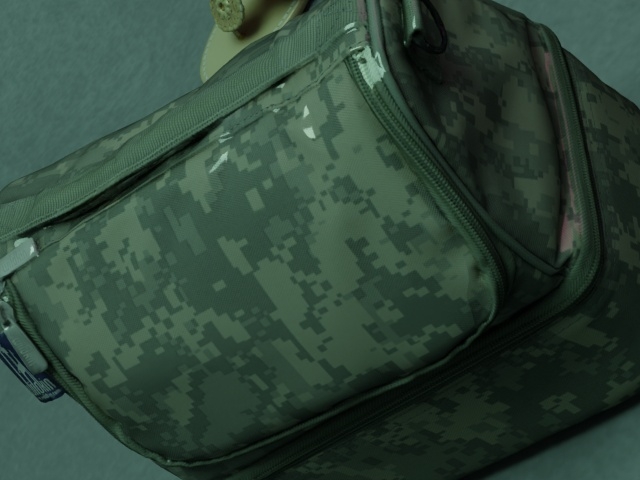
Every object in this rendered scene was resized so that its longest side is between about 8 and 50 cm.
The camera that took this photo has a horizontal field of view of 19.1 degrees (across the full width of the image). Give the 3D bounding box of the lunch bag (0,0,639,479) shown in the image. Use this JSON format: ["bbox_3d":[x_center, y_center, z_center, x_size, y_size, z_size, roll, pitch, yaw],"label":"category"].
[{"bbox_3d":[0.000,0.000,1.008,0.305,0.256,0.213,-29,44,31],"label":"lunch bag"}]

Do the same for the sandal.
[{"bbox_3d":[-0.031,-0.221,1.350,0.240,0.079,0.088,-48,38,10],"label":"sandal"}]
